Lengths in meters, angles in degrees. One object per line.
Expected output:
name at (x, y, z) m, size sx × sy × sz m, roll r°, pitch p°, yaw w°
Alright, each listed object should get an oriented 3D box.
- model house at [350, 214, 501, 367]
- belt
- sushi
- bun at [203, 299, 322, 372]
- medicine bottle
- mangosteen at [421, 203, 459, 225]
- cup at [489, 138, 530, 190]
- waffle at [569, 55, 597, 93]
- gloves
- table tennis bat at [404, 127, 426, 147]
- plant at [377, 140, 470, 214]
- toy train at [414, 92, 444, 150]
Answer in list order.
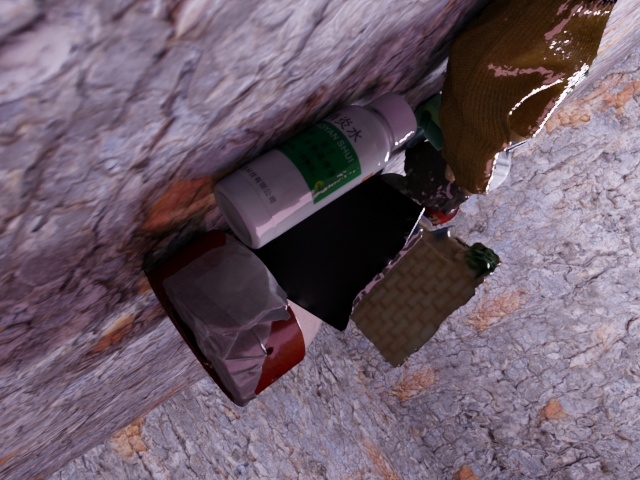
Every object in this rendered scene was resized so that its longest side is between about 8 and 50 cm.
model house at (0.251, 0.062, 1.674) m, size 0.395 × 0.400 × 0.445 m, roll -52°, pitch 166°, yaw 19°
belt at (-0.133, 0.104, 0.784) m, size 0.115 × 0.227 × 0.324 m, roll -37°, pitch 175°, yaw -20°
sushi at (0.000, -0.001, 0.944) m, size 0.227 × 0.215 × 0.212 m, roll -56°, pitch 180°, yaw -11°
bun at (-0.140, 0.123, 1.122) m, size 0.263 × 0.175 × 0.263 m, roll -15°, pitch 126°, yaw -22°
medicine bottle at (0.001, -0.093, 0.702) m, size 0.260 × 0.095 × 0.095 m, roll -33°, pitch 171°, yaw -21°
mangosteen at (0.372, -0.137, 1.855) m, size 0.180 × 0.166 × 0.166 m, roll -60°, pitch -176°, yaw -27°
cup at (0.417, -0.229, 1.512) m, size 0.221 × 0.167 × 0.202 m, roll -57°, pitch 162°, yaw 18°
waffle at (0.624, -0.394, 1.600) m, size 0.292 × 0.056 × 0.309 m, roll -49°, pitch 179°, yaw -4°
gloves at (0.258, -0.222, 0.797) m, size 0.203 × 0.155 × 0.356 m, roll -19°, pitch 142°, yaw -39°
table tennis bat at (0.248, -0.245, 1.121) m, size 0.201 × 0.033 × 0.124 m, roll -33°, pitch 175°, yaw 9°
plant at (0.201, -0.109, 1.230) m, size 0.274 × 0.149 × 0.146 m, roll -25°, pitch 134°, yaw 27°
toy train at (0.272, -0.224, 0.986) m, size 0.200 × 0.132 × 0.083 m, roll -37°, pitch 167°, yaw -13°
